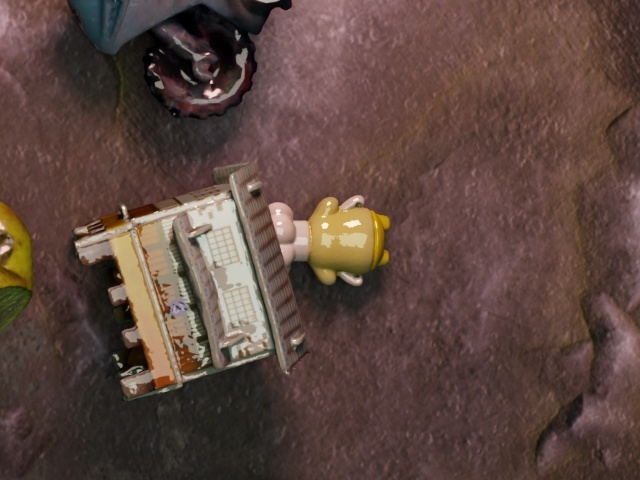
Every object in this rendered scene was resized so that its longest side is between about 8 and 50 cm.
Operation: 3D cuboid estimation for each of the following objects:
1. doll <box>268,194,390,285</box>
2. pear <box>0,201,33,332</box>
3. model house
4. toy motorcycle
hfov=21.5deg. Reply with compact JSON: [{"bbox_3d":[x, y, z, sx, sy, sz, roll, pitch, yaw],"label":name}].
[{"bbox_3d":[0.000,0.000,1.938,0.162,0.062,0.106,0,95,-15],"label":"doll"},{"bbox_3d":[-0.436,0.044,1.746,0.282,0.286,0.176,-33,81,-9],"label":"pear"},{"bbox_3d":[-0.142,0.051,1.838,0.215,0.198,0.224,-17,97,-5],"label":"model house"},{"bbox_3d":[-0.133,-0.343,1.825,0.232,0.172,0.416,17,99,-20],"label":"toy motorcycle"}]
